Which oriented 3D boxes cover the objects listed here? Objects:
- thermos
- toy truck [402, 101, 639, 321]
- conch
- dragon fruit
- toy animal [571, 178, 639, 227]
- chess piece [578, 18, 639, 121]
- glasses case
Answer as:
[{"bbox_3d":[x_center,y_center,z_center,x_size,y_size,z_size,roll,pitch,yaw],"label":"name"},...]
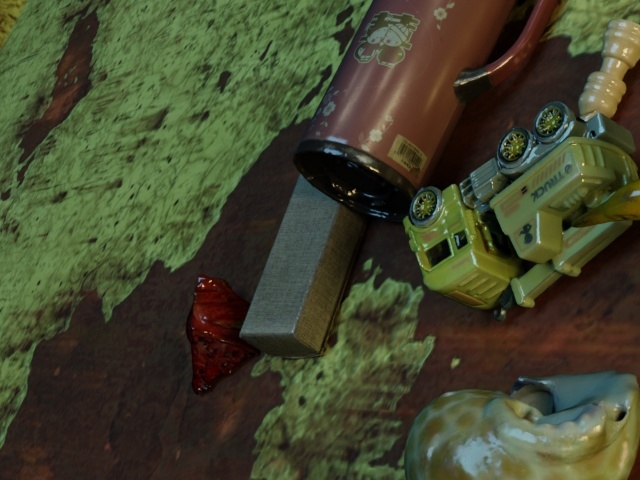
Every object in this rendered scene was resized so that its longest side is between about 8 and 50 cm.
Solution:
[{"bbox_3d":[0.104,-0.184,1.129,0.136,0.109,0.330,-1,59,58],"label":"thermos"},{"bbox_3d":[0.141,-0.013,0.938,0.169,0.077,0.100,-35,49,31],"label":"toy truck"},{"bbox_3d":[0.113,0.132,0.804,0.173,0.106,0.116,-22,17,21],"label":"conch"},{"bbox_3d":[-0.105,0.065,1.262,0.097,0.063,0.131,-42,31,27],"label":"dragon fruit"},{"bbox_3d":[0.227,-0.024,0.791,0.155,0.095,0.219,-22,74,48],"label":"toy animal"},{"bbox_3d":[0.202,-0.109,0.981,0.035,0.035,0.092,12,76,61],"label":"chess piece"},{"bbox_3d":[0.000,0.000,1.178,0.070,0.047,0.205,-6,56,46],"label":"glasses case"}]
